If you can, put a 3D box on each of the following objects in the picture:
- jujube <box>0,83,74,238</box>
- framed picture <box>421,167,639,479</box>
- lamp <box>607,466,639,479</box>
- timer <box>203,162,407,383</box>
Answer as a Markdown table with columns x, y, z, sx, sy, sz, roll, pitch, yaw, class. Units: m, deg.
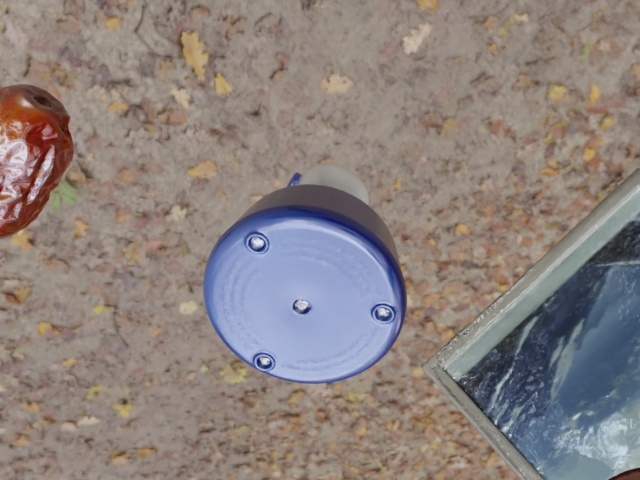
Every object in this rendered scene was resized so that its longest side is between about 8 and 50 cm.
| x | y | z | sx | sy | sz | roll | pitch | yaw | class |
| --- | --- | --- | --- | --- | --- | --- | --- | --- | --- |
| -0.488 | -0.119 | 1.053 | 0.174 | 0.174 | 0.250 | 25 | 109 | -29 | jujube |
| 0.311 | 0.114 | 0.719 | 0.335 | 0.247 | 0.022 | -42 | 158 | -1 | framed picture |
| 0.221 | 0.242 | 0.450 | 0.140 | 0.182 | 0.182 | 1 | 138 | 21 | lamp |
| 0.000 | 0.000 | 1.037 | 0.270 | 0.384 | 0.271 | 4 | 118 | 7 | timer |
